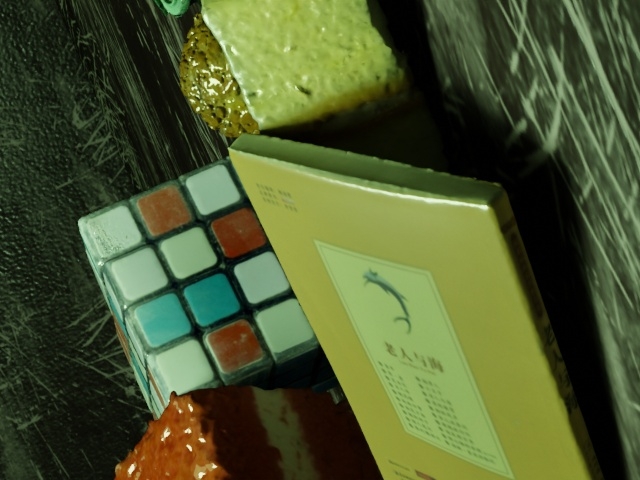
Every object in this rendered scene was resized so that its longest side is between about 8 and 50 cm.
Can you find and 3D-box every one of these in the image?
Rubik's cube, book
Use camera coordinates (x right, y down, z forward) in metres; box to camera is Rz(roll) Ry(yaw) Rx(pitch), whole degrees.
[{"bbox_3d":[-0.114,0.073,1.648,0.253,0.256,0.259,63,167,17],"label":"Rubik's cube"},{"bbox_3d":[0.088,0.097,1.049,0.269,0.032,0.389,16,140,45],"label":"book"}]

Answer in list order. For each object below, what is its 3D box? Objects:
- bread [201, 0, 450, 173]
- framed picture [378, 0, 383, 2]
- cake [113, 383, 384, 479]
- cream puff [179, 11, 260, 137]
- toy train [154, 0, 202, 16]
[{"bbox_3d":[0.008,-0.117,1.066,0.178,0.142,0.266,18,145,50],"label":"bread"},{"bbox_3d":[-0.038,-0.298,1.034,0.289,0.016,0.213,57,170,-11],"label":"framed picture"},{"bbox_3d":[-0.042,0.334,1.511,0.269,0.319,0.270,-51,47,34],"label":"cake"},{"bbox_3d":[-0.093,-0.169,1.448,0.126,0.103,0.144,55,170,39],"label":"cream puff"},{"bbox_3d":[-0.129,-0.341,1.286,0.285,0.116,0.177,61,156,26],"label":"toy train"}]
